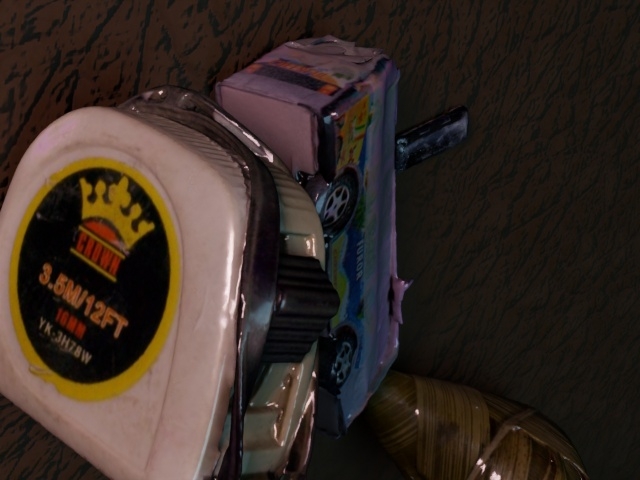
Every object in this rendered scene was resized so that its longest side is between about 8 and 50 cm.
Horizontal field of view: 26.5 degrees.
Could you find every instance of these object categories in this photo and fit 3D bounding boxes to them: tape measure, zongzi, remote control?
[{"bbox_3d":[-0.082,0.035,0.863,0.133,0.271,0.231,10,107,-52],"label":"tape measure"},{"bbox_3d":[0.134,0.191,1.361,0.134,0.288,0.286,-54,-179,5],"label":"zongzi"},{"bbox_3d":[0.099,-0.088,1.205,0.096,0.014,0.039,-26,132,-35],"label":"remote control"}]

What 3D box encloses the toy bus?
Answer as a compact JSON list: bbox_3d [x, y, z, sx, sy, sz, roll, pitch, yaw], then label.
[{"bbox_3d":[0.000,0.000,1.079,0.138,0.112,0.317,-41,141,-40],"label":"toy bus"}]
